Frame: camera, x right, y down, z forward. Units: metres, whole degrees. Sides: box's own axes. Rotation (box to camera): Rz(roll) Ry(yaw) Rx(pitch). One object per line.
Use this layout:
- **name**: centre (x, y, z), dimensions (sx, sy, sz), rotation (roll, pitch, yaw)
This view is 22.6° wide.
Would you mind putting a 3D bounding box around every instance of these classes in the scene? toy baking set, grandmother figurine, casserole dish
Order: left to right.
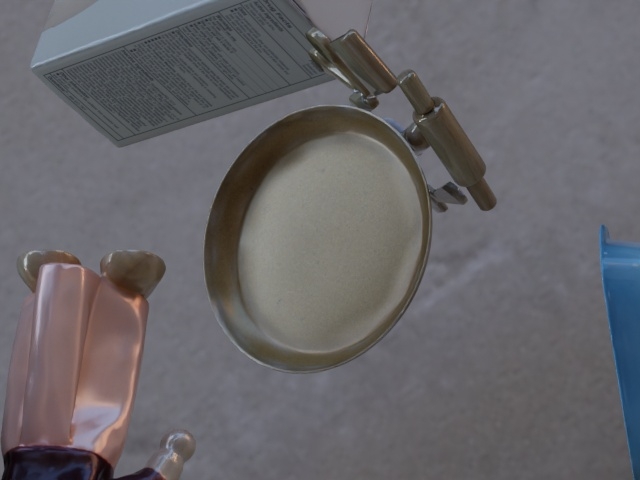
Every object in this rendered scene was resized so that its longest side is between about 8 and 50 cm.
- **grandmother figurine**: centre (-0.204, 0.170, 1.218), dimensions (0.208, 0.104, 0.342), rotation (-5, 57, 10)
- **toy baking set**: centre (0.076, -0.100, 1.381), dimensions (0.030, 0.256, 0.197), rotation (-43, 34, -6)
- **casserole dish**: centre (0.209, 0.081, 1.020), dimensions (0.037, 0.188, 0.114), rotation (-8, 2, 14)

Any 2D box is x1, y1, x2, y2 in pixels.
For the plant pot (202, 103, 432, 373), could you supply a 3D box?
- **plant pot**: centre (0.000, 0.000, 1.381), dimensions (0.236, 0.236, 0.032), rotation (-27, -26, 26)

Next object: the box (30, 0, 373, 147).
- **box**: centre (-0.115, -0.209, 1.560), dimensions (0.311, 0.148, 0.121), rotation (-13, 49, 33)
